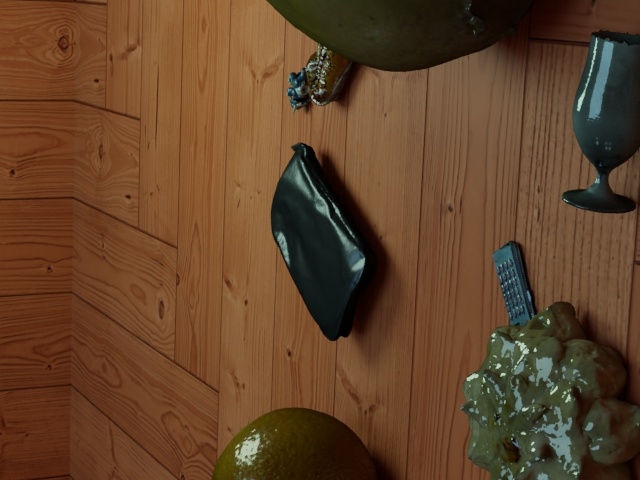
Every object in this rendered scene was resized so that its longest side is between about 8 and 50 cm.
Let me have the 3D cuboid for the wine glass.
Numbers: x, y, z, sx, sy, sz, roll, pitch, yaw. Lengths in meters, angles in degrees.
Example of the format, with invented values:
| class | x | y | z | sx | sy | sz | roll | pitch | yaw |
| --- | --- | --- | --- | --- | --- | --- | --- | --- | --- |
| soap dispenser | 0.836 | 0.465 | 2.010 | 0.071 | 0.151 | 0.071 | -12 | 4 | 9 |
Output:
| class | x | y | z | sx | sy | sz | roll | pitch | yaw |
| --- | --- | --- | --- | --- | --- | --- | --- | --- | --- |
| wine glass | 0.337 | -0.139 | 1.676 | 0.093 | 0.093 | 0.202 | 35 | 126 | 58 |

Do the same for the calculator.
| class | x | y | z | sx | sy | sz | roll | pitch | yaw |
| --- | --- | --- | --- | --- | --- | --- | --- | --- | --- |
| calculator | 0.265 | 0.086 | 1.927 | 0.057 | 0.018 | 0.172 | 137 | 124 | -59 |

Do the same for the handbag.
| class | x | y | z | sx | sy | sz | roll | pitch | yaw |
| --- | --- | --- | --- | --- | --- | --- | --- | --- | --- |
| handbag | -0.001 | -0.002 | 2.386 | 0.332 | 0.075 | 0.191 | -117 | 36 | -42 |

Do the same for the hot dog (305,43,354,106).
| class | x | y | z | sx | sy | sz | roll | pitch | yaw |
| --- | --- | --- | --- | --- | --- | --- | --- | --- | --- |
| hot dog | 0.020 | -0.302 | 2.343 | 0.191 | 0.059 | 0.108 | 111 | 150 | -42 |

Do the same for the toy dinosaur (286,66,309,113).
| class | x | y | z | sx | sy | sz | roll | pitch | yaw |
| --- | --- | --- | --- | --- | --- | --- | --- | --- | --- |
| toy dinosaur | -0.035 | -0.258 | 2.480 | 0.047 | 0.031 | 0.083 | 39 | 127 | 55 |

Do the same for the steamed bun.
| class | x | y | z | sx | sy | sz | roll | pitch | yaw |
| --- | --- | --- | --- | --- | --- | --- | --- | --- | --- |
| steamed bun | 0.263 | 0.225 | 1.803 | 0.292 | 0.137 | 0.295 | 19 | 111 | 59 |

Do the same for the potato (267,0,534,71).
| class | x | y | z | sx | sy | sz | roll | pitch | yaw |
| --- | --- | --- | --- | --- | --- | --- | --- | --- | --- |
| potato | 0.132 | -0.393 | 1.874 | 0.385 | 0.319 | 0.442 | -52 | 15 | -14 |

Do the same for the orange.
| class | x | y | z | sx | sy | sz | roll | pitch | yaw |
| --- | --- | --- | --- | --- | --- | --- | --- | --- | --- |
| orange | -0.037 | 0.401 | 2.289 | 0.274 | 0.274 | 0.274 | 10 | 101 | 63 |
